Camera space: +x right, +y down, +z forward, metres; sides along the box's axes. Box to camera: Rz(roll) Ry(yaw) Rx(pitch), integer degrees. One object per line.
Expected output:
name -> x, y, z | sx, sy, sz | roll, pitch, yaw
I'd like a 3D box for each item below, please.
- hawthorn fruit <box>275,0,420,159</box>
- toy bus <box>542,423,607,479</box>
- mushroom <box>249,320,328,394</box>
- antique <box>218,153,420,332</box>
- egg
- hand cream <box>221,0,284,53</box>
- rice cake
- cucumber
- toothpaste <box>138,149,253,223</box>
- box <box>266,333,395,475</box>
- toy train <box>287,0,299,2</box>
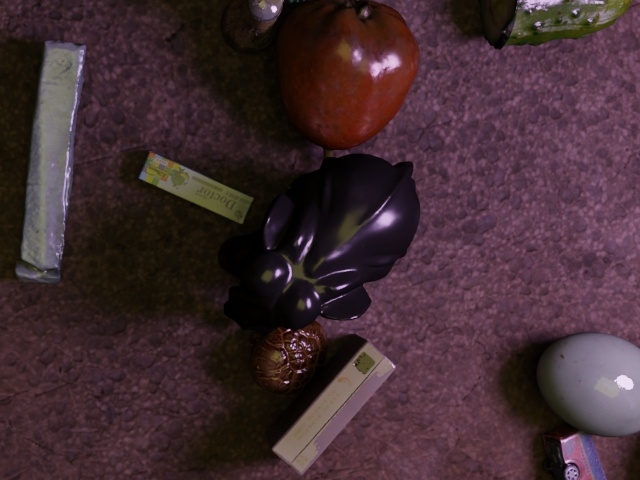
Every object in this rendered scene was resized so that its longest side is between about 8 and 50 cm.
hawthorn fruit -> 0.030, -0.213, 1.442 | 0.199, 0.199, 0.251 | 3, 122, -10
toy bus -> 0.401, 0.377, 1.585 | 0.077, 0.065, 0.192 | -23, 97, -15
mushroom -> -0.045, 0.162, 1.483 | 0.109, 0.085, 0.126 | 41, 72, -6
antique -> 0.000, 0.000, 1.394 | 0.322, 0.255, 0.185 | -43, 101, -7
egg -> 0.413, 0.212, 1.533 | 0.192, 0.149, 0.149 | 21, 89, -3
hand cream -> -0.087, -0.304, 1.392 | 0.084, 0.203, 0.084 | 0, 93, -8
rice cake -> -0.371, -0.106, 1.424 | 0.066, 0.063, 0.336 | 7, 91, -11
cucumber -> 0.359, -0.354, 1.515 | 0.244, 0.134, 0.134 | -7, 94, -14
toothpaste -> -0.177, -0.077, 1.474 | 0.164, 0.034, 0.046 | 24, 92, -10
box -> 0.012, 0.227, 1.470 | 0.058, 0.141, 0.201 | 43, 84, -4
toy train -> -0.016, -0.486, 1.376 | 0.138, 0.178, 0.330 | -12, 72, -8
